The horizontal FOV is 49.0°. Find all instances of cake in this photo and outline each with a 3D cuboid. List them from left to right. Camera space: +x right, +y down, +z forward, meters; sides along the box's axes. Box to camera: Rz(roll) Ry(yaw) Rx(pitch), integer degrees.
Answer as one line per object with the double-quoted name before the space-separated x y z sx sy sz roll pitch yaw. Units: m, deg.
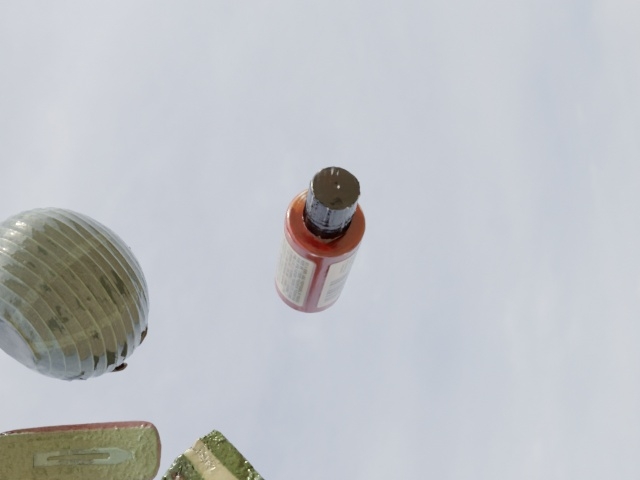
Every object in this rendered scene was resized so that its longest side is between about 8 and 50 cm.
"cake" -0.125 0.467 1.164 0.158 0.172 0.283 -41 -78 -15

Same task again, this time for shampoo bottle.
"shampoo bottle" 0.000 0.000 0.926 0.104 0.278 0.104 4 -118 -7

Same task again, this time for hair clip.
"hair clip" -0.204 0.182 0.592 0.137 0.022 0.054 1 -103 -21

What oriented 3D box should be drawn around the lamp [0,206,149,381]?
"lamp" -0.358 0.076 1.001 0.265 0.233 0.233 47 -130 -4
